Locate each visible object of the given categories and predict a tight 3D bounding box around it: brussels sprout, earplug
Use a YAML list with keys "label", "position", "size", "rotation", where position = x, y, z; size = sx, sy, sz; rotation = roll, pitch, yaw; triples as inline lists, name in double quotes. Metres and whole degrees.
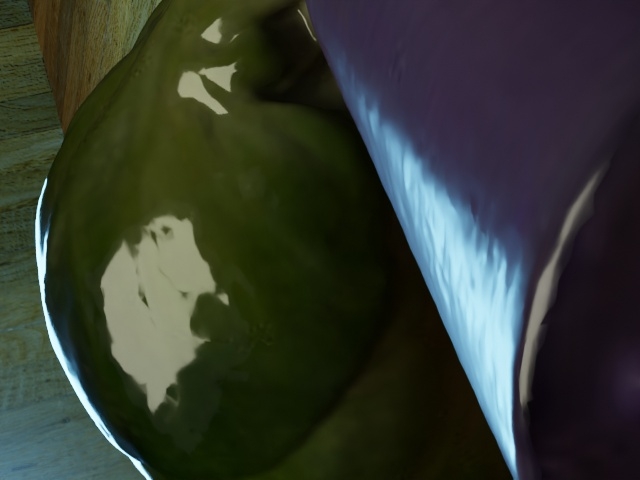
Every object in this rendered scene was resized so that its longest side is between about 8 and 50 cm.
- label: "brussels sprout"
  position: [-0.006, -0.001, 1.010]
  size: [0.289, 0.281, 0.355]
  rotation: [-124, 35, -55]
- label: "earplug"
  position: [0.108, -0.058, 0.644]
  size: [0.456, 0.215, 0.215]
  rotation: [-116, 18, -64]
